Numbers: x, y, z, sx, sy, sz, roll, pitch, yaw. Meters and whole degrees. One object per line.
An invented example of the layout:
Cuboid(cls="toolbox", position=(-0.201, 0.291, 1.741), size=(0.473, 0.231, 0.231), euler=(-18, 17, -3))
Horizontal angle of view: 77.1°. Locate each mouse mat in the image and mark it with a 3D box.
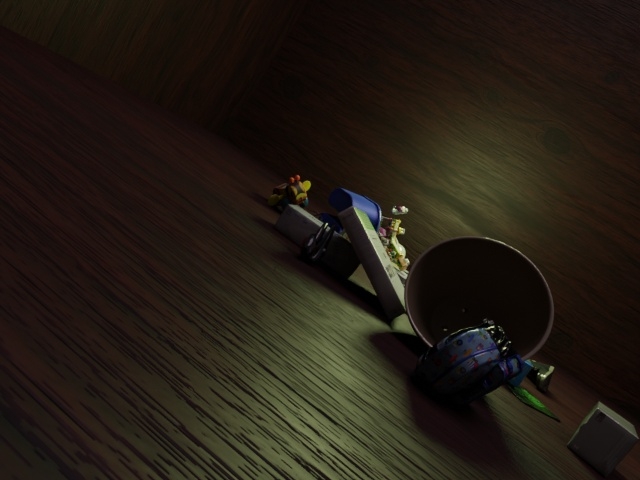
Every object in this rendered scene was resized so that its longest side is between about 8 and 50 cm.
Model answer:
Cuboid(cls="mouse mat", position=(0.626, 0.474, 1.229), size=(0.190, 0.007, 0.152), euler=(31, 8, -22))

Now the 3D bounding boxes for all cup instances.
Cuboid(cls="cup", position=(0.379, 0.188, 1.037), size=(0.331, 0.331, 0.237), euler=(37, -17, 24))

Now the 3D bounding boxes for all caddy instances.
Cuboid(cls="caddy", position=(0.127, -0.075, 1.676), size=(0.179, 0.241, 0.341), euler=(21, 13, -22))

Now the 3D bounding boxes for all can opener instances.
Cuboid(cls="can opener", position=(-0.001, 0.003, 1.139), size=(0.059, 0.073, 0.186), euler=(33, 38, 8))

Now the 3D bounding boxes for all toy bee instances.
Cuboid(cls="toy bee", position=(-0.100, -0.192, 1.613), size=(0.299, 0.162, 0.195), euler=(10, 35, 34))

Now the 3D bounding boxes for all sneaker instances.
Cuboid(cls="sneaker", position=(0.841, 0.526, 1.584), size=(0.118, 0.083, 0.222), euler=(17, 4, 35))

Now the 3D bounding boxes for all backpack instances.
Cuboid(cls="backpack", position=(0.270, 0.234, 0.751), size=(0.173, 0.158, 0.116), euler=(6, 44, -45))

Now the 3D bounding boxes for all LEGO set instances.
Cuboid(cls="LEGO set", position=(0.298, -0.008, 1.720), size=(0.107, 0.286, 0.132), euler=(14, -19, -32))

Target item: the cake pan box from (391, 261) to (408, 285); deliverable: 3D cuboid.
Cuboid(cls="cake pan box", position=(0.346, 0.165, 1.741), size=(0.267, 0.070, 0.245), euler=(28, 12, -36))

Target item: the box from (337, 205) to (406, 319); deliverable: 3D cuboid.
Cuboid(cls="box", position=(0.164, 0.059, 1.182), size=(0.321, 0.059, 0.232), euler=(65, 13, 7))

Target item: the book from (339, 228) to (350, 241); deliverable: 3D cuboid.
Cuboid(cls="book", position=(0.112, 0.002, 1.500), size=(0.096, 0.144, 0.035), euler=(29, 9, -26))

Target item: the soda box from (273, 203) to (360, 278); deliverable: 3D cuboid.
Cuboid(cls="soda box", position=(0.000, 0.000, 1.262), size=(0.286, 0.091, 0.098), euler=(35, 10, 8))

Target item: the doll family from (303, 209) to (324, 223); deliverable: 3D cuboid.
Cuboid(cls="doll family", position=(-0.025, -0.062, 1.624), size=(0.112, 0.075, 0.193), euler=(25, 6, -23))

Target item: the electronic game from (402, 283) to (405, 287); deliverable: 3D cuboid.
Cuboid(cls="electronic game", position=(0.310, 0.209, 1.400), size=(0.229, 0.048, 0.229), euler=(34, 9, -6))

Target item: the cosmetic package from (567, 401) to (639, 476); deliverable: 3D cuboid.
Cuboid(cls="cosmetic package", position=(0.725, 0.501, 1.032), size=(0.107, 0.127, 0.238), euler=(39, 11, 34))

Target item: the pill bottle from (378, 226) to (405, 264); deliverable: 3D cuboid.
Cuboid(cls="pill bottle", position=(0.256, 0.021, 1.872), size=(0.302, 0.169, 0.169), euler=(27, 10, -35))

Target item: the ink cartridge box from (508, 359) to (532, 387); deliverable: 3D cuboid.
Cuboid(cls="ink cartridge box", position=(0.562, 0.367, 1.299), size=(0.203, 0.085, 0.148), euler=(35, 7, 25))
